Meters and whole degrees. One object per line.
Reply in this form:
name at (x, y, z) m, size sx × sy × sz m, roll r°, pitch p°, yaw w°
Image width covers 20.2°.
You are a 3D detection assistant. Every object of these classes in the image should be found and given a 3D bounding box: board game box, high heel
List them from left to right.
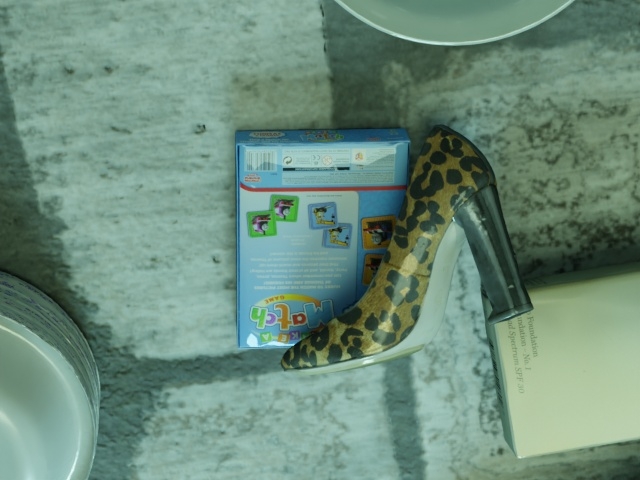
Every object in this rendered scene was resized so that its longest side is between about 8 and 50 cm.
board game box at (0.000, 0.000, 1.682) m, size 0.160 × 0.039 × 0.211 m, roll -1°, pitch 114°, yaw -5°
high heel at (0.056, 0.014, 1.651) m, size 0.261 × 0.093 × 0.186 m, roll -21°, pitch 83°, yaw 25°

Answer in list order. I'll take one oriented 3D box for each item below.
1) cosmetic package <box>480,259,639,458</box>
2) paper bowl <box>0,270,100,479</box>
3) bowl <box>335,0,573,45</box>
cosmetic package at (0.316, 0.098, 1.688) m, size 0.309 × 0.113 × 0.160 m, roll -10°, pitch 93°, yaw 1°
paper bowl at (-0.351, 0.175, 1.678) m, size 0.284 × 0.148 × 0.284 m, roll -2°, pitch 116°, yaw -4°
bowl at (0.110, -0.322, 1.490) m, size 0.298 × 0.134 × 0.298 m, roll -1°, pitch 114°, yaw -3°
